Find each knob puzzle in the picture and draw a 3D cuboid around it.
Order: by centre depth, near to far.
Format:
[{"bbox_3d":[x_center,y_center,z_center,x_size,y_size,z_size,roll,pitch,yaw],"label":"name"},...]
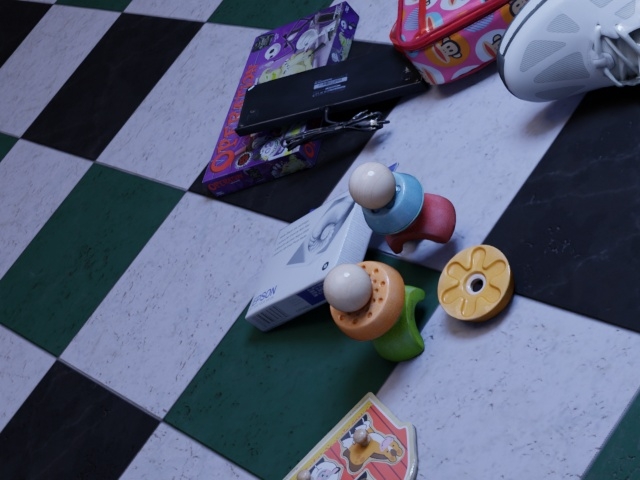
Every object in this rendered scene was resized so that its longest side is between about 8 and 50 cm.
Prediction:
[{"bbox_3d":[0.038,0.284,1.676,0.213,0.030,0.213,-27,37,23],"label":"knob puzzle"}]

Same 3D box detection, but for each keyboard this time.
[{"bbox_3d":[0.016,-0.210,2.168,0.317,0.033,0.201,-13,39,21],"label":"keyboard"}]

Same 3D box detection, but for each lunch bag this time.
[{"bbox_3d":[0.215,-0.367,2.106,0.258,0.120,0.293,-27,34,25],"label":"lunch bag"}]

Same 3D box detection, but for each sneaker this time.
[{"bbox_3d":[0.425,-0.254,1.717,0.448,0.169,0.257,-26,36,21],"label":"sneaker"}]

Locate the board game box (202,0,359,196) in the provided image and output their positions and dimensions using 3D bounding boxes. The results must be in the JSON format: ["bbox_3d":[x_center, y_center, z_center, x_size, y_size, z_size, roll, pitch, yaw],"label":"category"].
[{"bbox_3d":[-0.063,-0.237,2.326,0.208,0.056,0.346,-20,41,38],"label":"board game box"}]

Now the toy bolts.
[{"bbox_3d":[0.110,0.005,1.742,0.218,0.158,0.228,-19,55,29],"label":"toy bolts"}]

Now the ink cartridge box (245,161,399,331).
[{"bbox_3d":[0.000,0.000,1.955,0.223,0.045,0.224,-30,32,49],"label":"ink cartridge box"}]
